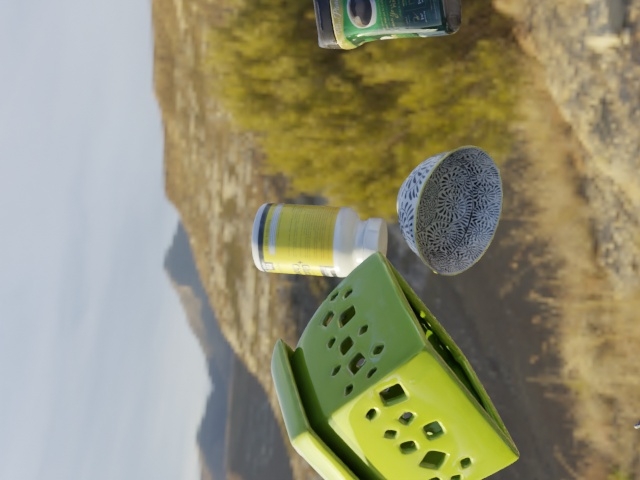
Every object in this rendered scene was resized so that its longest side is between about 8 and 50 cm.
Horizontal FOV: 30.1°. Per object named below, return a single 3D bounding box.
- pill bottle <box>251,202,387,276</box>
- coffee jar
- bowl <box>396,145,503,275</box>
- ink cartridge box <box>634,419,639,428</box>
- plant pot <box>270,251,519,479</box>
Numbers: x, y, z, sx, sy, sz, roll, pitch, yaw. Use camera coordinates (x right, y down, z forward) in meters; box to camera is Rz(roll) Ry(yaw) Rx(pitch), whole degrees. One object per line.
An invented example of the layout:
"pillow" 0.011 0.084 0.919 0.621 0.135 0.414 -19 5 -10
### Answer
"pill bottle" 0.000 0.000 1.727 0.103 0.184 0.103 4 -90 -76
"coffee jar" 0.080 -0.295 1.495 0.079 0.184 0.096 -27 -68 -64
"bowl" 0.151 -0.045 1.530 0.080 0.170 0.170 17 109 44
"ink cartridge box" 0.439 0.101 1.278 0.045 0.224 0.223 56 -154 3
"plant pot" 0.073 0.190 1.448 0.227 0.207 0.228 49 -170 -30
